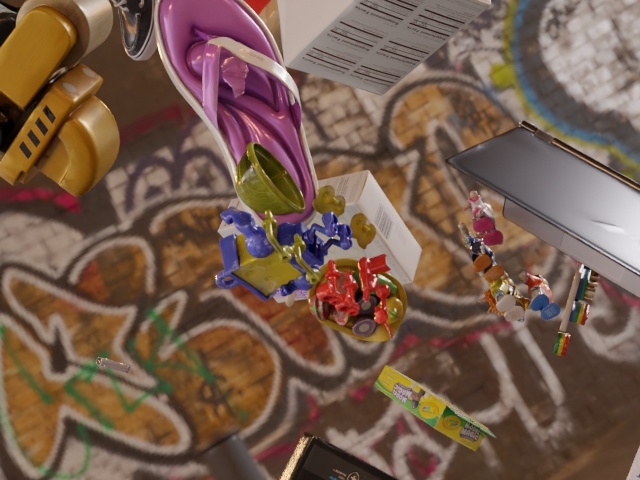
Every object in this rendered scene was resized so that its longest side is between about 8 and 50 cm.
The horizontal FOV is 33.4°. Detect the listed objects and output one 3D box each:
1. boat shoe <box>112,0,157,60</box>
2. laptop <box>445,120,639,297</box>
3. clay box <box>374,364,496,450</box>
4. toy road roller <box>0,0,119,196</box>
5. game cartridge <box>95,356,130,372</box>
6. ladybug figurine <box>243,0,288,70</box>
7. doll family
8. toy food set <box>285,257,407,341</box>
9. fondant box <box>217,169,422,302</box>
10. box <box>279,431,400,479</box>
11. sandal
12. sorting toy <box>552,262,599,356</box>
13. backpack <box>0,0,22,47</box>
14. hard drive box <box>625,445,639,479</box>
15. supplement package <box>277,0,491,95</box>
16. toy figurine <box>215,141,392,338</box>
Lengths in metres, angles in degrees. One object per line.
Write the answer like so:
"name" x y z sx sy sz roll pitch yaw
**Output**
"boat shoe" -0.375 -0.499 2.124 0.102 0.108 0.301 -20 -45 -42
"laptop" 0.392 0.017 1.575 0.236 0.382 0.408 -47 -23 -23
"clay box" 0.210 0.312 1.958 0.053 0.127 0.222 -58 35 -1
"toy road roller" -0.408 -0.224 1.698 0.329 0.240 0.202 -49 10 22
"game cartridge" -0.360 0.217 1.860 0.017 0.056 0.083 -71 16 -9
"ladybug figurine" -0.118 -0.443 2.200 0.449 0.162 0.305 -51 -1 37
"doll family" 0.298 0.047 1.841 0.118 0.263 0.163 -35 9 13
"toy food set" 0.051 0.102 1.803 0.071 0.218 0.128 -123 56 -74
"fondant box" 0.000 0.000 2.112 0.330 0.238 0.096 -10 44 33
"box" 0.038 0.355 1.270 0.175 0.220 0.051 -62 13 -12
"sandal" -0.104 -0.210 1.589 0.169 0.416 0.102 -29 4 -14
"sorting toy" 0.513 0.089 2.079 0.132 0.046 0.274 -51 -27 -59
"backpack" -0.661 -0.415 2.094 0.115 0.182 0.152 -2 -58 -50
"hard drive box" 0.543 0.267 1.443 0.089 0.181 0.232 -33 -40 -45
"supplement package" 0.065 -0.313 1.245 0.149 0.194 0.203 12 -31 -33
"toy figurine" -0.072 0.034 1.511 0.217 0.191 0.362 -21 -33 24
